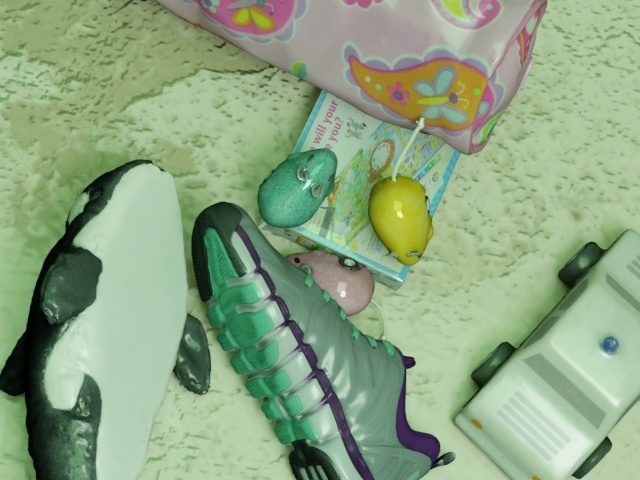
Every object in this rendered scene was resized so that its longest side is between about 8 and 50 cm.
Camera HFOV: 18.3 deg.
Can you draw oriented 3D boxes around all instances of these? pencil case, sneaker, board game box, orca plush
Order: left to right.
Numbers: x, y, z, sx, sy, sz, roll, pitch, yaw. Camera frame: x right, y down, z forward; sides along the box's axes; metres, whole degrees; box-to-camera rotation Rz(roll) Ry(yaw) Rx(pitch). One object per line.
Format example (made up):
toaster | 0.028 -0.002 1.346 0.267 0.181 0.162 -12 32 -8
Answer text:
orca plush | -0.148 0.095 1.243 0.151 0.102 0.287 3 80 -55
sneaker | 0.000 0.067 1.262 0.098 0.083 0.223 -29 97 -26
pencil case | 0.001 -0.162 1.280 0.284 0.124 0.124 25 72 11
board game box | 0.037 -0.057 1.327 0.103 0.026 0.154 26 73 -2

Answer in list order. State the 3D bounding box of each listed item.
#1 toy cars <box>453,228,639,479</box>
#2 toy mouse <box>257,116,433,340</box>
toy cars | 0.281 0.065 1.303 0.394 0.087 0.176 -5 76 -11
toy mouse | 0.000 0.000 1.270 0.143 0.161 0.031 0 29 12
